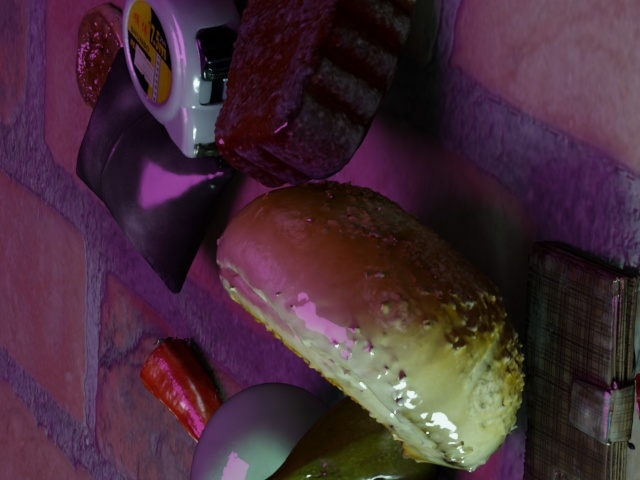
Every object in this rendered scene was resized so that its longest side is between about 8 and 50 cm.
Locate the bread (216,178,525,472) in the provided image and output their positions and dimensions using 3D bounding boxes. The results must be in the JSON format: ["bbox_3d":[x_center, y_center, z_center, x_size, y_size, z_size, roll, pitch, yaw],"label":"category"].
[{"bbox_3d":[0.054,0.062,1.262,0.305,0.159,0.305,43,175,5],"label":"bread"}]

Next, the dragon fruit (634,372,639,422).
[{"bbox_3d":[0.310,0.117,0.893,0.252,0.241,0.241,-130,42,-54],"label":"dragon fruit"}]

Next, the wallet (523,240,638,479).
[{"bbox_3d":[0.209,0.123,1.214,0.124,0.042,0.230,25,117,59],"label":"wallet"}]

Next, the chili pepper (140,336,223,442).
[{"bbox_3d":[-0.148,0.202,1.774,0.169,0.065,0.088,52,139,31],"label":"chili pepper"}]

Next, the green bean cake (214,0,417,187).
[{"bbox_3d":[-0.013,-0.160,1.346,0.198,0.097,0.233,-9,56,52],"label":"green bean cake"}]

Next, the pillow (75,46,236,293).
[{"bbox_3d":[-0.197,-0.081,1.723,0.250,0.106,0.186,48,126,35],"label":"pillow"}]

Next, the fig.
[{"bbox_3d":[0.020,0.200,1.410,0.133,0.184,0.127,106,170,-47],"label":"fig"}]

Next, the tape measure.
[{"bbox_3d":[-0.136,-0.205,1.606,0.196,0.105,0.178,55,147,35],"label":"tape measure"}]

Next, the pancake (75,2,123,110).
[{"bbox_3d":[-0.270,-0.222,1.869,0.151,0.025,0.152,22,117,51],"label":"pancake"}]

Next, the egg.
[{"bbox_3d":[-0.050,0.252,1.533,0.168,0.168,0.231,40,133,45],"label":"egg"}]
